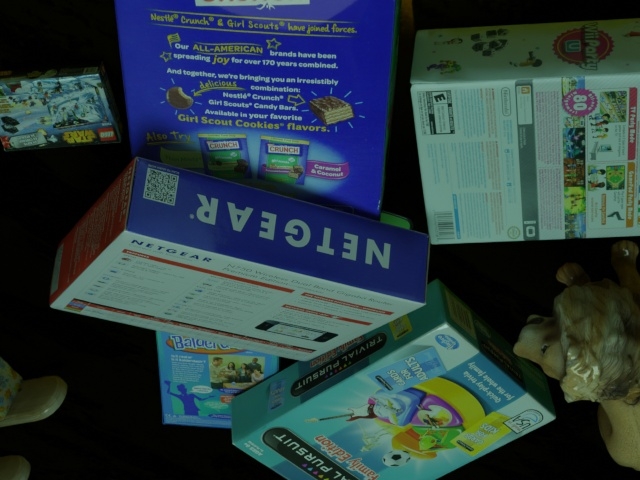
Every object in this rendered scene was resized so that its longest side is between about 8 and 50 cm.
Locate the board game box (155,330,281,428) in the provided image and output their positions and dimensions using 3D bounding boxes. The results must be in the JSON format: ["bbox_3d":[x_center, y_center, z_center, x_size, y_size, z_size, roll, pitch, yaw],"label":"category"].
[{"bbox_3d":[-0.131,0.166,1.620,0.160,0.047,0.210,4,134,0],"label":"board game box"}]

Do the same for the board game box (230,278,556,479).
[{"bbox_3d":[0.093,0.219,1.595,0.336,0.079,0.254,-33,128,23],"label":"board game box"}]

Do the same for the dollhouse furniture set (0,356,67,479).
[{"bbox_3d":[-0.471,0.200,1.435,0.256,0.394,0.362,-14,131,29],"label":"dollhouse furniture set"}]

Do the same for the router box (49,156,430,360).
[{"bbox_3d":[-0.096,0.036,1.359,0.335,0.082,0.301,15,157,-22],"label":"router box"}]

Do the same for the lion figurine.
[{"bbox_3d":[0.355,0.166,1.449,0.142,0.240,0.392,-20,129,22],"label":"lion figurine"}]

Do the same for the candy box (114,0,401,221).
[{"bbox_3d":[-0.057,-0.175,1.242,0.268,0.122,0.317,5,135,2],"label":"candy box"}]

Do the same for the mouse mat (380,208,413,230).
[{"bbox_3d":[0.000,0.000,1.482,0.189,0.007,0.152,18,132,-10],"label":"mouse mat"}]

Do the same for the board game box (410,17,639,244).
[{"bbox_3d":[0.256,-0.111,1.288,0.303,0.097,0.224,-1,134,11],"label":"board game box"}]

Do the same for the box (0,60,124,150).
[{"bbox_3d":[-0.294,-0.146,1.352,0.137,0.027,0.094,-3,132,8],"label":"box"}]
